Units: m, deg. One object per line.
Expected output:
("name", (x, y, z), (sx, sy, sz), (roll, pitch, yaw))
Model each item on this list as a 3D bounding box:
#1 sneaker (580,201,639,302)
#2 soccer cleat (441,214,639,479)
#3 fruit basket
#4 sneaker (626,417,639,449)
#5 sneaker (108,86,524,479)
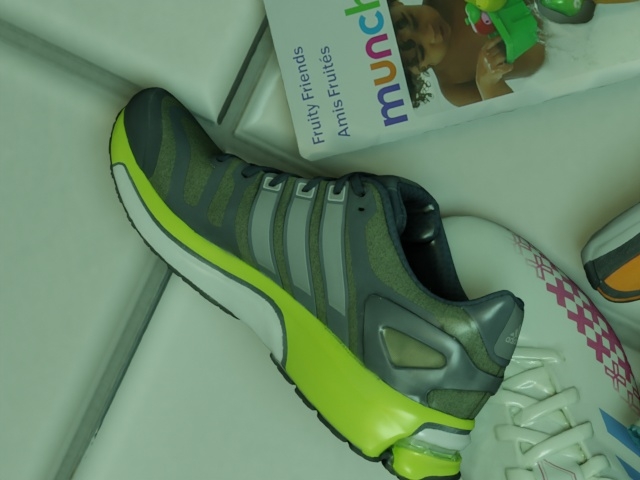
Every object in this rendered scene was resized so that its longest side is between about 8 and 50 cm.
("sneaker", (0.311, 0.015, 1.023), (0.321, 0.124, 0.180), (-21, 86, 18))
("soccer cleat", (0.140, 0.133, 1.056), (0.116, 0.143, 0.331), (-28, 86, 9))
("fruit basket", (0.110, -0.241, 1.045), (0.353, 0.165, 0.327), (-13, 89, 13))
("sneaker", (0.277, 0.137, 1.035), (0.229, 0.087, 0.092), (38, 88, -21))
("sneaker", (0.000, 0.000, 1.066), (0.300, 0.111, 0.121), (43, 103, 24))
